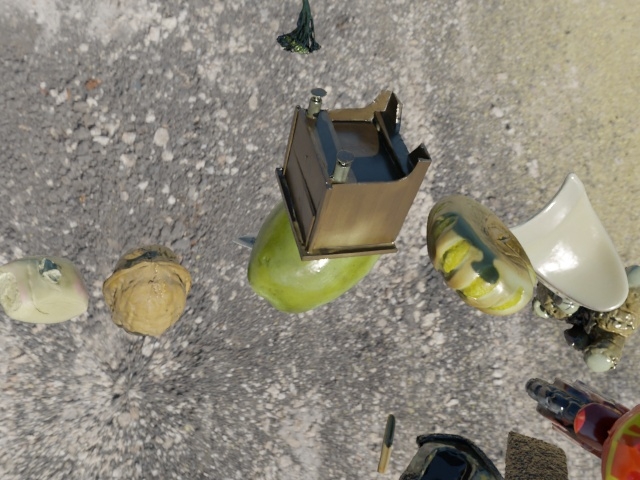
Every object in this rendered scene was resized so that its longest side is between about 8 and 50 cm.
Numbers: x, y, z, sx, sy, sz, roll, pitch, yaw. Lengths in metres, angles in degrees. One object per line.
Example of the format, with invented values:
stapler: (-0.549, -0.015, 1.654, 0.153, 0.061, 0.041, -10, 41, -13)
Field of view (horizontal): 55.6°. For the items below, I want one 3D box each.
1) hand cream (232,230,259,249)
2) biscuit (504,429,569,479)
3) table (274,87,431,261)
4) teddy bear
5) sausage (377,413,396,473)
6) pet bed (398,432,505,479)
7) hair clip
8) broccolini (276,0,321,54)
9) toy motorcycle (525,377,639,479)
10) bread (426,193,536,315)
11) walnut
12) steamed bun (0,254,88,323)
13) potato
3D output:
hand cream: (-0.060, 0.003, 1.727, 0.358, 0.185, 0.118, -14, 123, -47)
biscuit: (0.450, 0.471, 1.265, 0.131, 0.231, 0.025, 16, 105, 15)
table: (0.018, -0.046, 0.401, 0.070, 0.082, 0.083, -4, 52, -19)
teddy bear: (0.642, 0.146, 1.463, 0.156, 0.256, 0.267, 1, 115, -54)
sausage: (0.152, 0.461, 1.378, 0.024, 0.024, 0.132, 16, 81, -14)
pet bed: (0.265, 0.473, 1.161, 0.159, 0.183, 0.211, -49, 137, -29)
hair clip: (0.456, 0.022, 1.103, 0.172, 0.113, 0.282, -42, 101, 11)
broccolini: (-0.086, -0.648, 1.721, 0.123, 0.271, 0.062, -20, 40, -1)
toy motorcycle: (0.310, 0.196, 0.487, 0.298, 0.171, 0.089, 27, 84, -1)
bread: (0.232, 0.022, 0.917, 0.213, 0.105, 0.213, 34, 31, -24)
walnut: (-0.400, 0.115, 1.407, 0.198, 0.245, 0.198, 12, 51, -16)
steamed bun: (-0.702, 0.117, 1.576, 0.152, 0.238, 0.170, -37, 69, 20)
potato: (0.001, 0.000, 1.141, 0.304, 0.216, 0.216, -45, 93, 5)
